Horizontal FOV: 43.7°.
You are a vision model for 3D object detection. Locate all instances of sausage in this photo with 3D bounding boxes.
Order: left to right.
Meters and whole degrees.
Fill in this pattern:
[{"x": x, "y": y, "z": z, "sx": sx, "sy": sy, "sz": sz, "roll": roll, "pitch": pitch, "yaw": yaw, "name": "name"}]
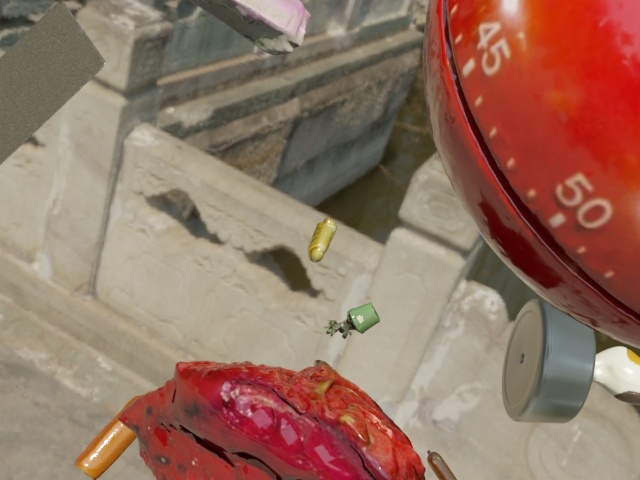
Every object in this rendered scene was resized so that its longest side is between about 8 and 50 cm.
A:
[{"x": -0.275, "y": 0.265, "z": 1.087, "sx": 0.131, "sy": 0.039, "sz": 0.041, "roll": -47, "pitch": 23, "yaw": -26, "name": "sausage"}, {"x": 0.234, "y": 0.443, "z": 1.514, "sx": 0.107, "sy": 0.031, "sz": 0.031, "roll": 55, "pitch": 37, "yaw": 6, "name": "sausage"}]

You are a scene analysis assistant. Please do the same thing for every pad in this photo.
[{"x": -0.345, "y": -0.167, "z": 0.909, "sx": 0.143, "sy": 0.211, "sz": 0.003, "roll": 52, "pitch": 6, "yaw": 32, "name": "pad"}]

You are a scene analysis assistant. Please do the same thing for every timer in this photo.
[{"x": 0.410, "y": 0.192, "z": 1.125, "sx": 0.265, "sy": 0.175, "sz": 0.175, "roll": 12, "pitch": 28, "yaw": -2, "name": "timer"}, {"x": 0.250, "y": -0.110, "z": 0.522, "sx": 0.377, "sy": 0.279, "sz": 0.378, "roll": 7, "pitch": 69, "yaw": -20, "name": "timer"}]

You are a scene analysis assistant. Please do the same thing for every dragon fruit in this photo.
[{"x": -0.006, "y": 0.236, "z": 0.770, "sx": 0.302, "sy": 0.330, "sz": 0.241, "roll": 8, "pitch": 73, "yaw": -29, "name": "dragon fruit"}]

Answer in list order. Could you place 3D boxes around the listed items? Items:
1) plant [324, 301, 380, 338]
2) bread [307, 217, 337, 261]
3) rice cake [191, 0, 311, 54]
[{"x": 0.056, "y": 0.153, "z": 1.463, "sx": 0.102, "sy": 0.051, "sz": 0.051, "roll": -26, "pitch": 31, "yaw": 8, "name": "plant"}, {"x": 0.000, "y": 0.000, "z": 1.375, "sx": 0.033, "sy": 0.049, "sz": 0.088, "roll": 28, "pitch": 53, "yaw": -6, "name": "bread"}, {"x": -0.095, "y": -0.191, "z": 0.521, "sx": 0.206, "sy": 0.036, "sz": 0.047, "roll": 35, "pitch": 60, "yaw": -10, "name": "rice cake"}]
